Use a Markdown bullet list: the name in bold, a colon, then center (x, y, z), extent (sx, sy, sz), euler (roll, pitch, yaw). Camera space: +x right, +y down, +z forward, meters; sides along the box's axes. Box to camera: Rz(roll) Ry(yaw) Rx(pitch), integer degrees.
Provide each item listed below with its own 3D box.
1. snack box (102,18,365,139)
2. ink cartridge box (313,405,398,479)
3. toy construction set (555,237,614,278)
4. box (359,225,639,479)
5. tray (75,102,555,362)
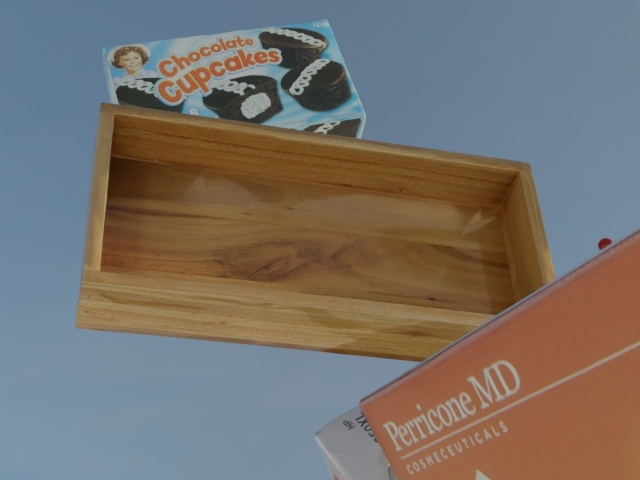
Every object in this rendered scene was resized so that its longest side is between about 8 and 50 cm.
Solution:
- **snack box**: center (-0.120, -0.198, 1.572), extent (0.322, 0.187, 0.060), euler (-10, -33, -14)
- **ink cartridge box**: center (0.170, 0.358, 1.140), extent (0.166, 0.285, 0.395), euler (-29, -56, -15)
- **toy construction set**: center (0.413, 0.162, 1.790), extent (0.237, 0.257, 0.309), euler (24, -79, -54)
- **box**: center (0.199, 0.147, 0.391), extent (0.168, 0.345, 0.215), euler (-21, -13, -32)
- **tray**: center (0.000, 0.000, 1.032), extent (0.411, 0.202, 0.076), euler (6, -40, -12)
